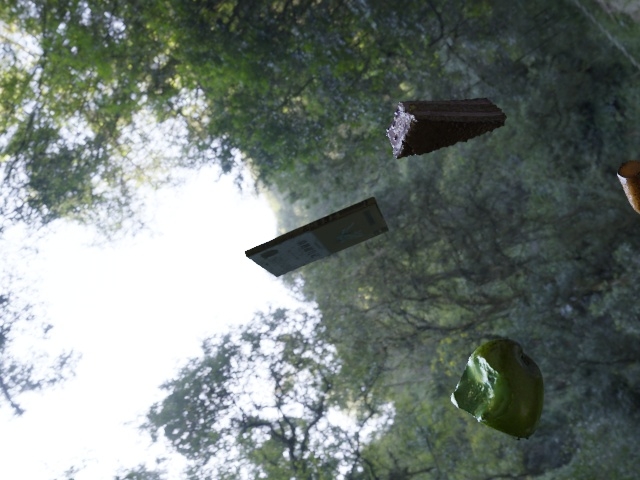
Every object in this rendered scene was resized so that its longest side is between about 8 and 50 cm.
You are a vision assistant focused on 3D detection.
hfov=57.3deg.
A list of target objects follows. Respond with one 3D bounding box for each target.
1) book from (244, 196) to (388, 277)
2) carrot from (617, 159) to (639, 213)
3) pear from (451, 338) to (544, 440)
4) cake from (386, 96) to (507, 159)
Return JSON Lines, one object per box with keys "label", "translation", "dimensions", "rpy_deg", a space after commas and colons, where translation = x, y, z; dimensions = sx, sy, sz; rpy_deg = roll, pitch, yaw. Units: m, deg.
{"label": "book", "translation": [0.000, 0.000, 1.358], "dimensions": [0.217, 0.310, 0.021], "rpy_deg": [49, -161, -69]}
{"label": "carrot", "translation": [0.930, -0.140, 1.720], "dimensions": [0.205, 0.072, 0.072], "rpy_deg": [53, -148, -33]}
{"label": "pear", "translation": [0.594, 0.466, 1.930], "dimensions": [0.176, 0.281, 0.286], "rpy_deg": [16, -172, -44]}
{"label": "cake", "translation": [0.305, -0.295, 1.416], "dimensions": [0.295, 0.112, 0.116], "rpy_deg": [-15, -130, -12]}
